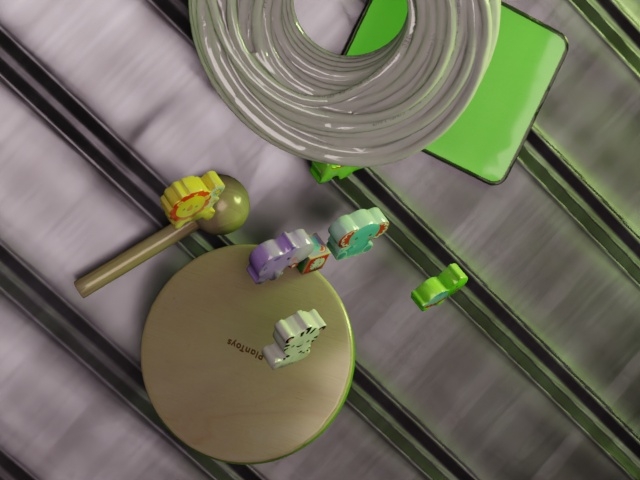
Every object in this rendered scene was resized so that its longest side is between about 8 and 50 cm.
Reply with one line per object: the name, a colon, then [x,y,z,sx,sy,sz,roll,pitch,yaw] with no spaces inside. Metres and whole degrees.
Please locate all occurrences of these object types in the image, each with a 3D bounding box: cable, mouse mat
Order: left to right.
cable: [0.019,-0.191,1.264,0.257,0.089,0.257,6,111,5]
mouse mat: [0.114,-0.151,1.366,0.189,0.007,0.153,25,94,-16]

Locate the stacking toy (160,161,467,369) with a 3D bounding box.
stacking toy: [0.000,0.000,1.257,0.221,0.052,0.167,-18,60,-37]

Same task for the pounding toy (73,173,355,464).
pounding toy: [-0.070,0.079,1.331,0.183,0.110,0.237,-39,78,4]
